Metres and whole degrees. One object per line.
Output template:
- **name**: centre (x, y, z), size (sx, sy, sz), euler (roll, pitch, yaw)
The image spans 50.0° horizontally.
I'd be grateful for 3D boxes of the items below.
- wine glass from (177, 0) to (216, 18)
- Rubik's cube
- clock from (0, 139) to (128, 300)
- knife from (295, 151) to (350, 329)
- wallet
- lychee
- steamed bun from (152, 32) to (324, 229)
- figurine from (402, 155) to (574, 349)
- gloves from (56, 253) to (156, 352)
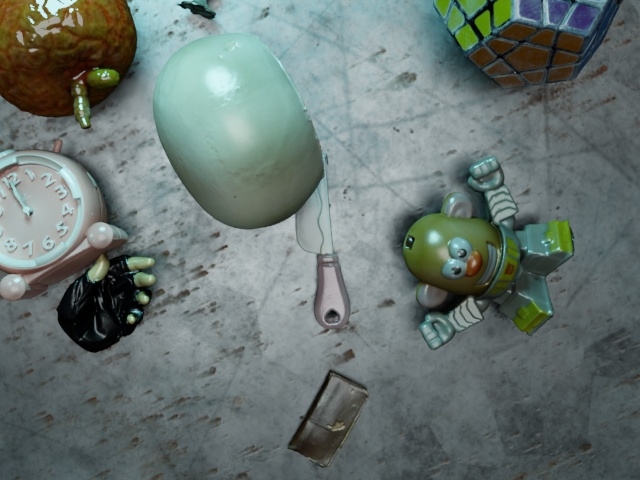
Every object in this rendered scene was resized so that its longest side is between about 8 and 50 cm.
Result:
- **wine glass**: centre (-0.193, -0.472, 1.190), size (0.072, 0.072, 0.156), euler (16, 96, -6)
- **Rubik's cube**: centre (0.348, -0.412, 1.136), size (0.264, 0.319, 0.319), euler (30, 95, 19)
- **clock**: centre (-0.490, -0.046, 1.199), size (0.227, 0.142, 0.241), euler (-32, 89, -3)
- **knife**: centre (-0.003, 0.001, 1.289), size (0.081, 0.043, 0.336), euler (-9, 92, 4)
- **wallet**: centre (0.017, 0.348, 1.332), size (0.095, 0.026, 0.176), euler (27, 94, -1)
- **lychee**: centre (-0.420, -0.317, 1.103), size (0.255, 0.255, 0.300), euler (-30, 59, 0)
- **steamed bun**: centre (-0.144, -0.164, 1.103), size (0.206, 0.324, 0.324), euler (-30, 99, -10)
- **figurine**: centre (0.284, 0.035, 1.234), size (0.284, 0.167, 0.343), euler (17, 75, -13)
- **gloves**: centre (-0.368, 0.101, 1.224), size (0.203, 0.124, 0.164), euler (-40, 129, -1)
